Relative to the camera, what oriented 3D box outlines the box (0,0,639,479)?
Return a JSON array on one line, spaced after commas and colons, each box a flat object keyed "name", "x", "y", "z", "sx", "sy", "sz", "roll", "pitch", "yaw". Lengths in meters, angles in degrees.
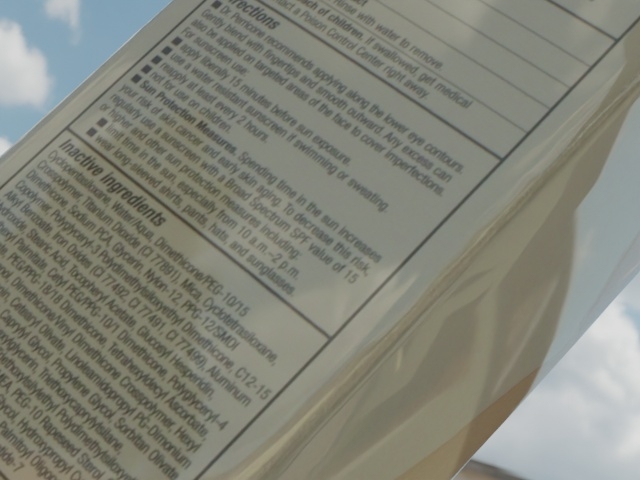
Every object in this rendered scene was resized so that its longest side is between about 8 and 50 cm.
[{"name": "box", "x": 0.000, "y": 0.000, "z": 0.426, "sx": 0.148, "sy": 0.311, "sz": 0.121, "roll": 38, "pitch": -16, "yaw": 29}]
